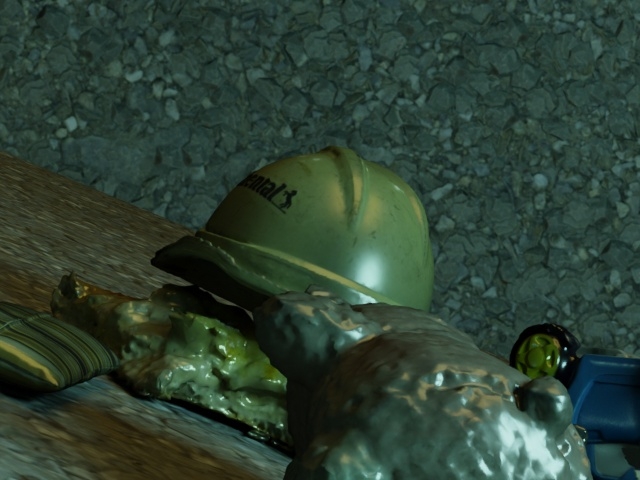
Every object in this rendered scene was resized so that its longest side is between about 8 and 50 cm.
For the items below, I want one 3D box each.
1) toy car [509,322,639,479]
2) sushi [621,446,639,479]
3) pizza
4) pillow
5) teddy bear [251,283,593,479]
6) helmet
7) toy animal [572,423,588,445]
[{"bbox_3d":[0.327,0.182,1.890,0.314,0.166,0.198,2,-12,42],"label":"toy car"},{"bbox_3d":[0.400,0.280,1.454,0.296,0.100,0.373,3,18,-4],"label":"sushi"},{"bbox_3d":[-0.054,0.096,1.474,0.323,0.089,0.223,22,0,-5],"label":"pizza"},{"bbox_3d":[-0.199,0.068,1.284,0.113,0.038,0.203,23,2,4],"label":"pillow"},{"bbox_3d":[0.051,0.116,1.070,0.236,0.151,0.267,52,-9,-14],"label":"teddy bear"},{"bbox_3d":[-0.001,-0.004,1.481,0.204,0.137,0.257,27,-8,-34],"label":"helmet"},{"bbox_3d":[0.134,0.164,1.627,0.232,0.085,0.148,20,1,9],"label":"toy animal"}]
